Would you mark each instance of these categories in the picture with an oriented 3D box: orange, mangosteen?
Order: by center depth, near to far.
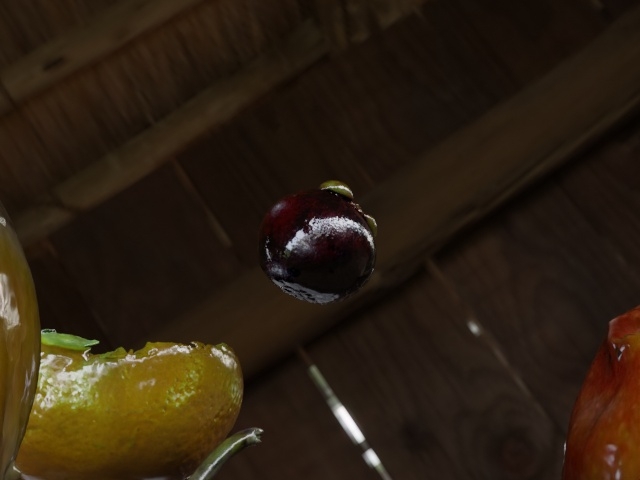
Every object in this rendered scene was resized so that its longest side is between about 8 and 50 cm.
[{"bbox_3d":[0.000,0.000,1.771,0.152,0.152,0.152,-28,-27,-15],"label":"mangosteen"},{"bbox_3d":[-0.264,0.208,1.804,0.334,0.196,0.262,7,-36,-5],"label":"orange"}]

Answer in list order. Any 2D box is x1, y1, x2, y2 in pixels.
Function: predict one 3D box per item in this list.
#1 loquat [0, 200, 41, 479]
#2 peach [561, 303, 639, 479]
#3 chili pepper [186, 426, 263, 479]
[{"bbox_3d":[-0.220,0.050,0.717,0.179,0.227,0.179,-2,-9,0],"label":"loquat"},{"bbox_3d":[0.361,0.176,1.115,0.372,0.290,0.373,-3,-57,-5],"label":"peach"},{"bbox_3d":[-0.158,0.276,1.168,0.338,0.134,0.131,-65,-9,-57],"label":"chili pepper"}]
